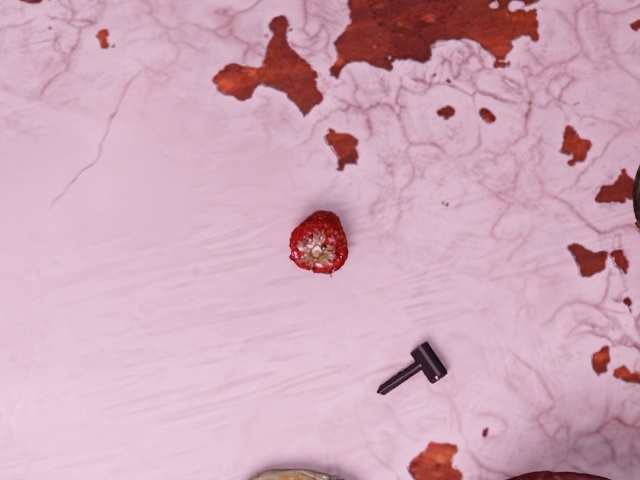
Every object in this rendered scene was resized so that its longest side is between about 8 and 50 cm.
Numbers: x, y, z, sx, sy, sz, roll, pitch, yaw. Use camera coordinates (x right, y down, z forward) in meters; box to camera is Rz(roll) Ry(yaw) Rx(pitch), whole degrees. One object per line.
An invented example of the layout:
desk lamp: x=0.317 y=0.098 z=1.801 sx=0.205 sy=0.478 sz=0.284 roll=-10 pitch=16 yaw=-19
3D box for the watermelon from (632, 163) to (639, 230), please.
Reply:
watermelon: x=0.476 y=-0.049 z=1.646 sx=0.212 sy=0.212 sz=0.212 roll=3 pitch=72 yaw=-8

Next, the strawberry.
strawberry: x=0.000 y=0.000 z=1.635 sx=0.073 sy=0.073 sz=0.083 roll=17 pitch=33 yaw=-3

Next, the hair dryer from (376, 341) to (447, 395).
hair dryer: x=0.103 y=0.158 z=1.614 sx=0.083 sy=0.026 sz=0.047 roll=-31 pitch=78 yaw=-13

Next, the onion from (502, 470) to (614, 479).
onion: x=0.246 y=0.405 z=1.370 sx=0.348 sy=0.385 sz=0.347 roll=0 pitch=86 yaw=-1

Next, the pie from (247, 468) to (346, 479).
pie: x=-0.028 y=0.365 z=1.510 sx=0.241 sy=0.054 sz=0.240 roll=3 pitch=70 yaw=-9
